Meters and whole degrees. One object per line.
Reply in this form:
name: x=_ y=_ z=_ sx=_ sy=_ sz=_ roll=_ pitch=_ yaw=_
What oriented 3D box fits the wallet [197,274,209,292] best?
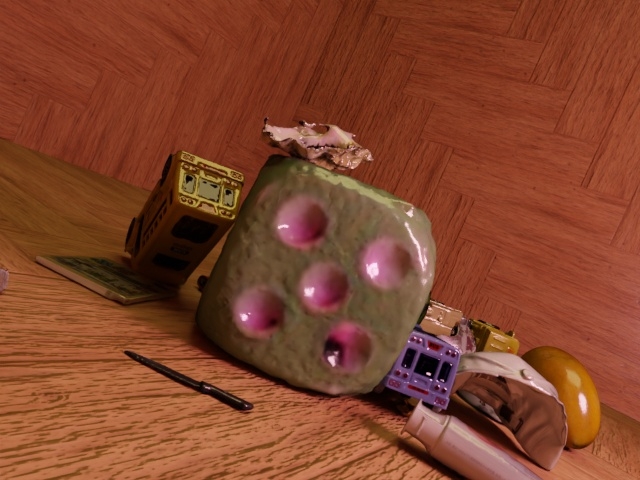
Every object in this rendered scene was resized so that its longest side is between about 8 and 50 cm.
wallet: x=-0.157 y=0.129 z=1.130 sx=0.204 sy=0.045 sz=0.142 roll=22 pitch=3 yaw=-40

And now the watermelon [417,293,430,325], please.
watermelon: x=0.153 y=0.132 z=1.355 sx=0.285 sy=0.285 sz=0.285 roll=24 pitch=2 yaw=-1

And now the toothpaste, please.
toothpaste: x=0.263 y=0.327 z=0.685 sx=0.323 sy=0.066 sz=0.100 roll=30 pitch=-2 yaw=17

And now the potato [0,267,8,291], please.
potato: x=-0.398 y=0.049 z=0.601 sx=0.037 sy=0.036 sz=0.093 roll=-14 pitch=-6 yaw=-18

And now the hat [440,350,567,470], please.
hat: x=0.333 y=0.288 z=1.009 sx=0.258 sy=0.168 sz=0.301 roll=25 pitch=2 yaw=0

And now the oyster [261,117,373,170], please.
oyster: x=-0.010 y=-0.150 z=0.834 sx=0.133 sy=0.072 sz=0.209 roll=26 pitch=24 yaw=23

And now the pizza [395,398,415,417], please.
pizza: x=0.149 y=0.291 z=0.891 sx=0.037 sy=0.016 sz=0.083 roll=23 pitch=1 yaw=14

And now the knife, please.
knife: x=-0.159 y=0.166 z=0.610 sx=0.170 sy=0.010 sz=0.023 roll=23 pitch=-4 yaw=5

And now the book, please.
book: x=-0.360 y=0.065 z=0.882 sx=0.168 sy=0.013 sz=0.192 roll=24 pitch=1 yaw=8

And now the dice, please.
dice: x=-0.007 y=0.051 z=0.881 sx=0.318 sy=0.330 sz=0.322 roll=25 pitch=0 yaw=-8

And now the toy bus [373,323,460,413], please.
toy bus: x=0.151 y=0.214 z=0.958 sx=0.125 sy=0.133 sz=0.292 roll=23 pitch=-4 yaw=-5

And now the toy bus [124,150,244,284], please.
toy bus: x=-0.280 y=-0.021 z=0.994 sx=0.145 sy=0.151 sz=0.331 roll=18 pitch=-39 yaw=-28

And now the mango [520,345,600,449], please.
mango: x=0.585 y=0.381 z=1.261 sx=0.173 sy=0.211 sz=0.317 roll=-4 pitch=9 yaw=6

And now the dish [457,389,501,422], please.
dish: x=0.423 y=0.370 z=1.228 sx=0.246 sy=0.078 sz=0.224 roll=25 pitch=3 yaw=28

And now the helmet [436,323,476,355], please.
helmet: x=0.312 y=0.285 z=1.231 sx=0.177 sy=0.153 sz=0.107 roll=-16 pitch=57 yaw=-39

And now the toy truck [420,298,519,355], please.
toy truck: x=0.398 y=0.292 z=1.560 sx=0.405 sy=0.180 sz=0.254 roll=23 pitch=0 yaw=-7
